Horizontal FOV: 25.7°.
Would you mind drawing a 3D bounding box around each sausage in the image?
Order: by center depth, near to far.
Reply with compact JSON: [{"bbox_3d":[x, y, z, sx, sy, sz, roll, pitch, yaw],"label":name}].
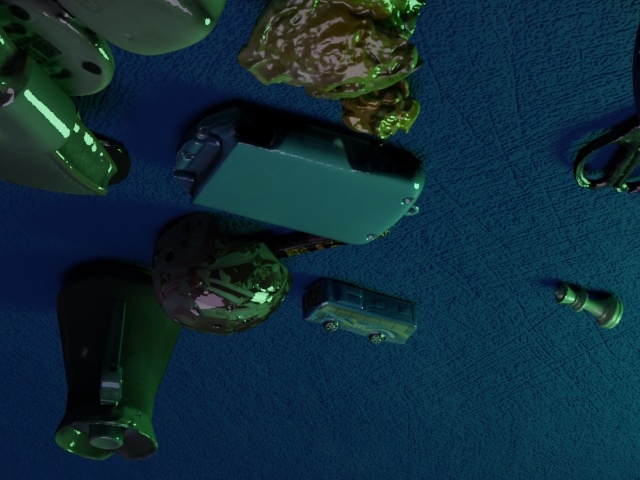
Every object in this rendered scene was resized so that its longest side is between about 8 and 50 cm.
[{"bbox_3d":[0.000,0.000,1.708,0.198,0.028,0.025,-12,121,24],"label":"sausage"}]

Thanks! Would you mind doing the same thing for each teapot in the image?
[{"bbox_3d":[-0.263,0.153,1.799,0.171,0.225,0.203,5,150,-6],"label":"teapot"}]

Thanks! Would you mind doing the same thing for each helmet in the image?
[{"bbox_3d":[-0.131,0.061,1.721,0.177,0.107,0.153,28,142,-10],"label":"helmet"}]

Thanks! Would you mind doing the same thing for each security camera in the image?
[{"bbox_3d":[-0.217,-0.218,1.300,0.302,0.080,0.157,-13,140,46],"label":"security camera"}]

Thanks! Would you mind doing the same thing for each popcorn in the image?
[{"bbox_3d":[0.062,-0.127,1.430,0.084,0.084,0.084,2,150,1],"label":"popcorn"}]

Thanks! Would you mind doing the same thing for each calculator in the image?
[{"bbox_3d":[-0.019,-0.069,1.565,0.293,0.051,0.173,14,147,-21],"label":"calculator"}]

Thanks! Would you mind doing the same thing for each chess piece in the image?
[{"bbox_3d":[0.343,0.081,1.813,0.093,0.042,0.042,22,146,-20],"label":"chess piece"}]

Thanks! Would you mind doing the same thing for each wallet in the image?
[{"bbox_3d":[-0.356,-0.152,1.366,0.252,0.083,0.360,16,159,27],"label":"wallet"}]

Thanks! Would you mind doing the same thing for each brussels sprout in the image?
[{"bbox_3d":[0.015,-0.201,1.291,0.181,0.100,0.139,-11,138,24],"label":"brussels sprout"}]

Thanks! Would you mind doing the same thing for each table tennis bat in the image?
[{"bbox_3d":[-0.265,-0.101,1.566,0.095,0.014,0.158,2,152,4],"label":"table tennis bat"}]

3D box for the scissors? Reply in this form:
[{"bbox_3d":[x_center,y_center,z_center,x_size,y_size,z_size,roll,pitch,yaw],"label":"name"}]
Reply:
[{"bbox_3d":[0.354,-0.133,1.453,0.109,0.022,0.300,5,150,-11],"label":"scissors"}]

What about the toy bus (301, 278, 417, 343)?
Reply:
[{"bbox_3d":[0.053,0.094,1.850,0.153,0.051,0.061,17,135,-23],"label":"toy bus"}]

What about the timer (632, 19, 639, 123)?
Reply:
[{"bbox_3d":[0.499,-0.143,1.240,0.384,0.270,0.270,5,154,-35],"label":"timer"}]
